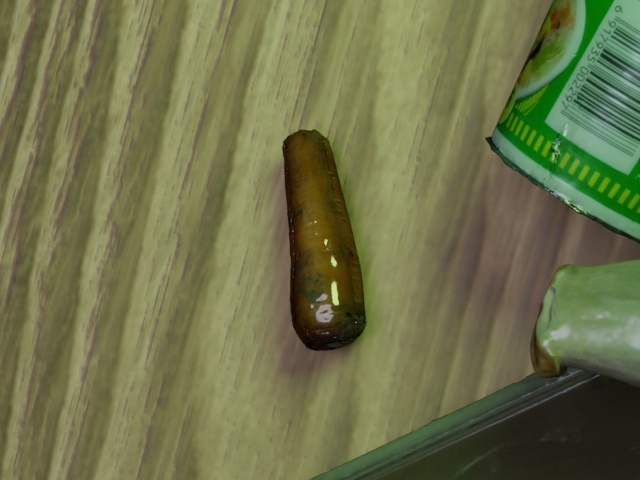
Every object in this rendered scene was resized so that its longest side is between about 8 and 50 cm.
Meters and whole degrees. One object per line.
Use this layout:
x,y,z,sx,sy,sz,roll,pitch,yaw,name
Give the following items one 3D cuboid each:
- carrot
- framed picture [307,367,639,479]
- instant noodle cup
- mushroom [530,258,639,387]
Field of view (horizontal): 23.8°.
0.000,0.000,1.104,0.055,0.055,0.161,-14,70,23,carrot
0.153,0.243,0.963,0.446,0.028,0.326,-27,57,20,framed picture
0.224,-0.122,0.943,0.207,0.207,0.232,37,105,24,instant noodle cup
0.298,0.038,0.890,0.352,0.097,0.109,-8,54,4,mushroom
